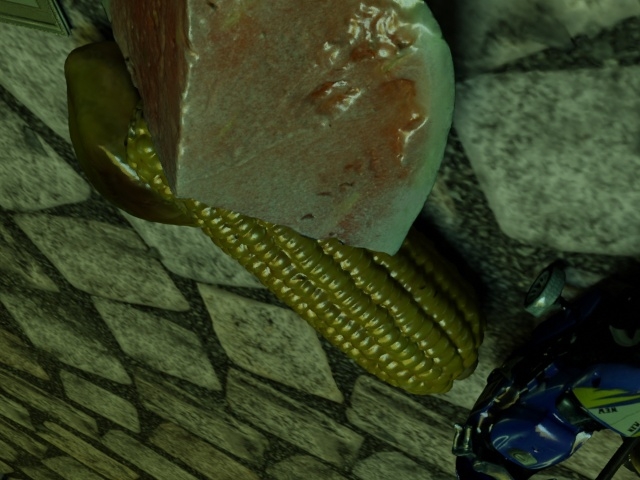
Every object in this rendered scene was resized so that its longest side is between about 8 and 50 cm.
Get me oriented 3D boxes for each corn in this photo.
[{"bbox_3d":[0.000,0.000,0.796,0.363,0.120,0.120,41,149,-26],"label":"corn"}]

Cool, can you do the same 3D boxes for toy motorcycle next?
[{"bbox_3d":[0.182,0.117,0.770,0.113,0.169,0.315,33,152,-3],"label":"toy motorcycle"}]

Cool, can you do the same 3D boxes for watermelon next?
[{"bbox_3d":[-0.033,-0.116,0.608,0.256,0.176,0.260,27,135,4],"label":"watermelon"}]

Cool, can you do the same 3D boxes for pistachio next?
[{"bbox_3d":[-0.149,-0.073,0.836,0.110,0.100,0.189,-11,133,43],"label":"pistachio"}]

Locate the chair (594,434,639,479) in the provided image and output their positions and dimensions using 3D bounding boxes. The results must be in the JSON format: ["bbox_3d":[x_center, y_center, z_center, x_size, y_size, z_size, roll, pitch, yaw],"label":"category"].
[{"bbox_3d":[0.292,0.200,0.825,0.159,0.172,0.247,37,107,-12],"label":"chair"}]

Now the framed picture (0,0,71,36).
[{"bbox_3d":[-0.297,-0.257,0.773,0.173,0.010,0.231,15,148,24],"label":"framed picture"}]
